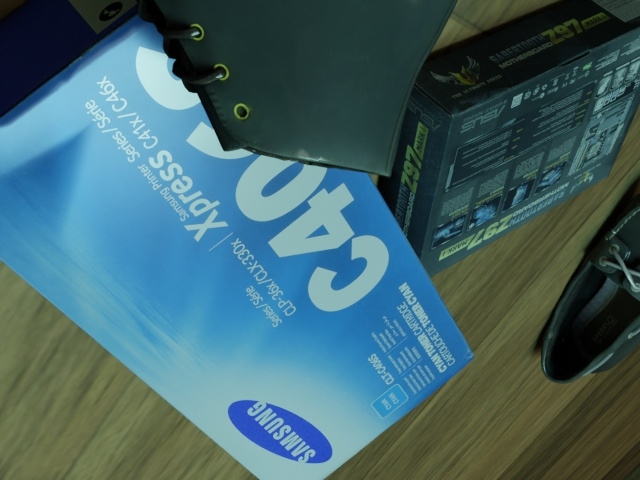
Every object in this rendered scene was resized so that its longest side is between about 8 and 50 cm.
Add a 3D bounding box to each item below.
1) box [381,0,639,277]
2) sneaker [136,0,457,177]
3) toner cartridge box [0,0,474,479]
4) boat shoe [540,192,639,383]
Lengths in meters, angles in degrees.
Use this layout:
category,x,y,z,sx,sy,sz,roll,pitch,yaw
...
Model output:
category,x,y,z,sx,sy,sz,roll,pitch,yaw
box,0.156,-0.084,0.682,0.233,0.059,0.183,-27,146,-23
sneaker,-0.056,-0.099,0.305,0.222,0.083,0.118,15,93,-12
toner cartridge box,-0.044,0.010,0.491,0.165,0.075,0.348,-38,135,-2
boat shoe,0.352,0.070,1.036,0.096,0.112,0.335,-30,151,-26
